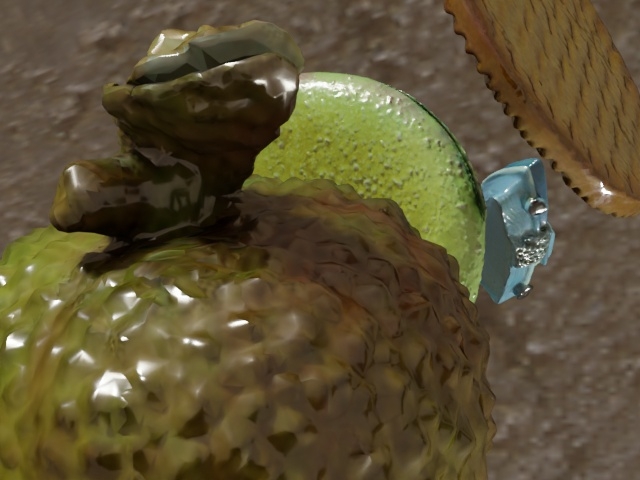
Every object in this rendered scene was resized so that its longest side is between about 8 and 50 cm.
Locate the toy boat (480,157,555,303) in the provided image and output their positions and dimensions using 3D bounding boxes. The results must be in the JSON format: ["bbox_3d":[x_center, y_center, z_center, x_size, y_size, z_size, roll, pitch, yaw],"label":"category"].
[{"bbox_3d":[0.232,-0.020,2.266,0.098,0.238,0.109,-35,66,-17],"label":"toy boat"}]

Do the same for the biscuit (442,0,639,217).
[{"bbox_3d":[0.184,-0.157,1.608,0.318,0.040,0.318,42,30,-30],"label":"biscuit"}]

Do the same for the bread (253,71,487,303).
[{"bbox_3d":[0.005,0.002,1.685,0.045,0.301,0.301,-14,93,-67],"label":"bread"}]

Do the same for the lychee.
[{"bbox_3d":[-0.046,0.082,0.869,0.270,0.270,0.320,-48,112,-26],"label":"lychee"}]
